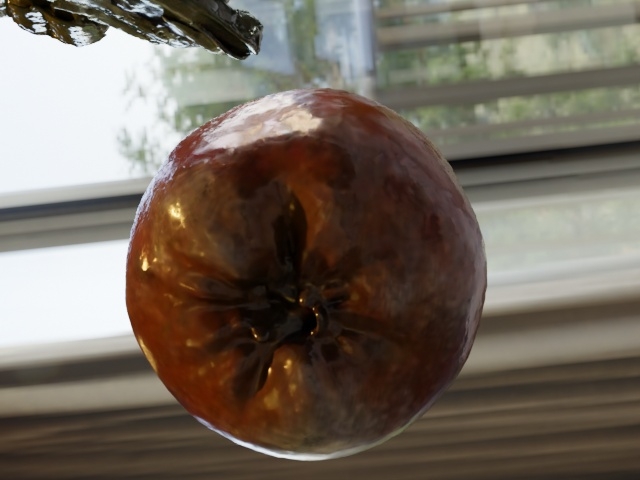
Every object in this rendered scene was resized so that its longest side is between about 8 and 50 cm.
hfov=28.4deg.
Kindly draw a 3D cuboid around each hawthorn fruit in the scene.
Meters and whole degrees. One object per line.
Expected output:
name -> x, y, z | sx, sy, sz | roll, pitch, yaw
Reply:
hawthorn fruit -> -0.014, 0.005, 0.825 | 0.263, 0.231, 0.235 | -114, 29, -47

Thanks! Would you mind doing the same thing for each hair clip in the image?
hair clip -> -0.178, -0.212, 0.973 | 0.321, 0.138, 0.091 | 7, -86, -52

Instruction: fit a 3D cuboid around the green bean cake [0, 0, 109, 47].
green bean cake -> -0.297, -0.392, 1.335 | 0.202, 0.285, 0.310 | 125, 167, -78
